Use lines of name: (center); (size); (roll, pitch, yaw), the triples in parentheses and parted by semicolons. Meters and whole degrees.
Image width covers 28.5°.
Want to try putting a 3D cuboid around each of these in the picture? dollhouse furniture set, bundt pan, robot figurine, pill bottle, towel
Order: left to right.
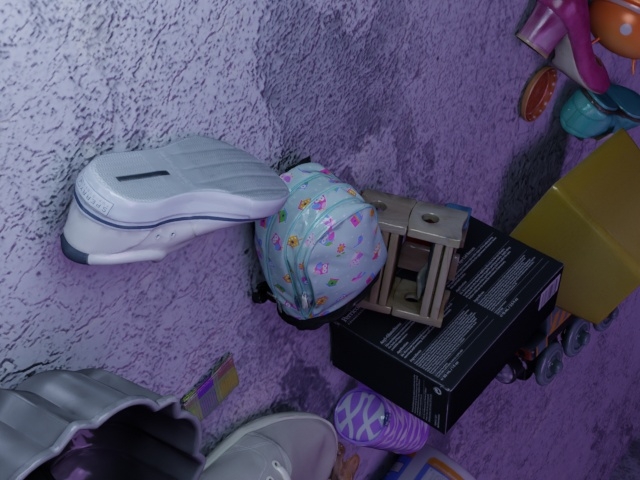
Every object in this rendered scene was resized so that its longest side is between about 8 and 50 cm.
bundt pan: (-0.257, 0.251, 1.117); (0.331, 0.124, 0.330); (-41, 149, -32)
towel: (-0.121, 0.167, 1.397); (0.083, 0.009, 0.060); (-45, 150, -27)
pill bottle: (0.124, 0.462, 1.961); (0.272, 0.152, 0.152); (-51, 152, -17)
dollhouse furniture set: (0.110, -0.012, 1.527); (0.183, 0.129, 0.129); (-66, 167, -54)
robot figurine: (0.458, -0.346, 1.754); (0.219, 0.128, 0.158); (-62, 153, 4)

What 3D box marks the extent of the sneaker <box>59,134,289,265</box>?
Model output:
sneaker: (-0.131, -0.032, 1.113); (0.258, 0.094, 0.091); (-6, 140, -54)

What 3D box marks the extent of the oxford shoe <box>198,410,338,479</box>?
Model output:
oxford shoe: (-0.096, 0.317, 1.433); (0.449, 0.130, 0.169); (-17, 112, -55)

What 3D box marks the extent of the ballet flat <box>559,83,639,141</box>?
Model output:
ballet flat: (0.428, -0.193, 1.934); (0.087, 0.083, 0.247); (-45, 161, 27)

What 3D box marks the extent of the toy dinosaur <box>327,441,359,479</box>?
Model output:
toy dinosaur: (0.029, 0.347, 1.792); (0.092, 0.053, 0.183); (-52, 152, -20)

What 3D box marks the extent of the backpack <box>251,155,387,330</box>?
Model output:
backpack: (0.000, 0.000, 1.323); (0.152, 0.115, 0.182); (-46, 148, -21)

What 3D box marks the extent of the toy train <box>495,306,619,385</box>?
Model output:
toy train: (0.385, 0.097, 2.085); (0.334, 0.142, 0.190); (-35, 133, -37)

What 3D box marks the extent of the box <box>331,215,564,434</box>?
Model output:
box: (0.164, 0.095, 1.626); (0.261, 0.184, 0.103); (-42, 151, -31)

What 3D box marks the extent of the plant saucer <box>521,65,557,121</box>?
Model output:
plant saucer: (0.303, -0.205, 1.756); (0.083, 0.013, 0.083); (-42, 149, -32)

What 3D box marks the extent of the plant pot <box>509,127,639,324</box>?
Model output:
plant pot: (0.417, -0.004, 1.891); (0.212, 0.187, 0.212); (-35, 166, -39)

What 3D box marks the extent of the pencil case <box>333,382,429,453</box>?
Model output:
pencil case: (0.088, 0.252, 1.773); (0.206, 0.086, 0.088); (33, 60, -65)

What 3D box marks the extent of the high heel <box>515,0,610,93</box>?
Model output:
high heel: (0.353, -0.279, 1.686); (0.244, 0.082, 0.117); (23, 107, -48)
